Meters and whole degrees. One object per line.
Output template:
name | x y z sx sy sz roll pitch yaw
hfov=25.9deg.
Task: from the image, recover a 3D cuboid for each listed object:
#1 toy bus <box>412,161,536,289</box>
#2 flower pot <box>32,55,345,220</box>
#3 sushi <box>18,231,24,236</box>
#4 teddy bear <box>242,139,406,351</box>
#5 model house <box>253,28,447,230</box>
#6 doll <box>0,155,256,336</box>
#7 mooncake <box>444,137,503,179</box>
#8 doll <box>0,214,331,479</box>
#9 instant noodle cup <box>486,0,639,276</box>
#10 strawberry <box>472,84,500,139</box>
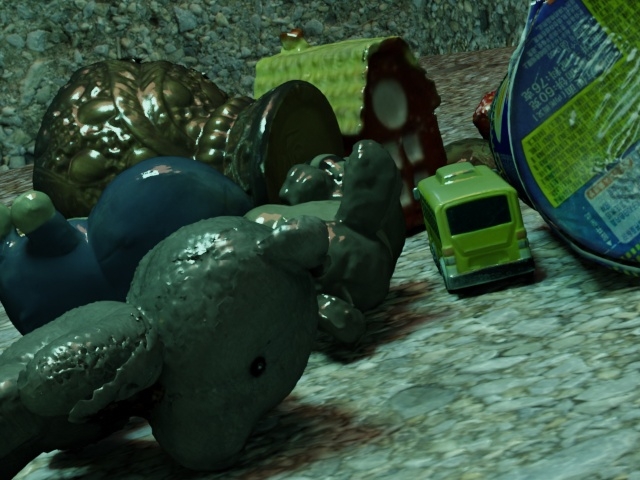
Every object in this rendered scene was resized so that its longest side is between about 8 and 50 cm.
toy bus | 0.145 -0.017 1.328 0.088 0.101 0.175 -14 11 1
flower pot | -0.128 -0.070 1.505 0.267 0.266 0.266 1 16 26
sushi | -0.322 -0.007 1.882 0.343 0.064 0.359 -4 13 37
teddy bear | 0.005 -0.013 1.236 0.144 0.171 0.251 20 5 3
model house | 0.030 -0.128 1.625 0.196 0.254 0.160 -2 19 46
doll | -0.184 0.011 1.323 0.258 0.228 0.154 -28 51 5
mooncake | 0.180 -0.085 1.717 0.130 0.073 0.125 -22 16 -36
doll | -0.139 0.115 0.949 0.340 0.158 0.246 -33 -13 -23
instant noodle cup | 0.278 -0.113 1.306 0.284 0.284 0.312 -13 3 -3
strawberry | 0.272 -0.163 1.768 0.228 0.098 0.174 10 -5 -29
